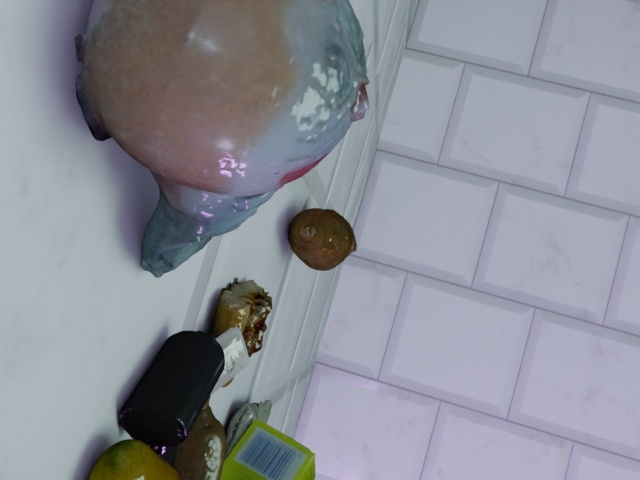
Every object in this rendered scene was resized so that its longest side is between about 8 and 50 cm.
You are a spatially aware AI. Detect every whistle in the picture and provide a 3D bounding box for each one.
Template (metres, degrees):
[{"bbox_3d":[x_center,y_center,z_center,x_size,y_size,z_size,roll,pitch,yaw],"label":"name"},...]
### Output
[{"bbox_3d":[-0.069,-0.075,0.449,0.348,0.189,0.189,114,-2,-50],"label":"whistle"}]

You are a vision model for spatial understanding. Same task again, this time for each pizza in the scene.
[{"bbox_3d":[-0.106,0.118,0.898,0.194,0.069,0.154,-57,161,-62],"label":"pizza"}]

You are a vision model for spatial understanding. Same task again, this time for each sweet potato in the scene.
[{"bbox_3d":[-0.160,0.254,0.806,0.075,0.074,0.270,2,93,-83],"label":"sweet potato"},{"bbox_3d":[-0.003,0.000,1.232,0.336,0.131,0.131,-19,124,-80],"label":"sweet potato"}]

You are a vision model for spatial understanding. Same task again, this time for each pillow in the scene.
[{"bbox_3d":[-0.148,0.377,1.214,0.128,0.051,0.229,-63,170,-8],"label":"pillow"}]

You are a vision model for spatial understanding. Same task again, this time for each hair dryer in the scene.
[{"bbox_3d":[-0.166,0.217,0.692,0.114,0.070,0.248,-65,172,-50],"label":"hair dryer"}]

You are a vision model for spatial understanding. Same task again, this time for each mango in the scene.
[{"bbox_3d":[-0.180,0.260,0.587,0.163,0.089,0.111,78,15,-55],"label":"mango"}]

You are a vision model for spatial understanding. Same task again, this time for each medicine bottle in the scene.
[{"bbox_3d":[-0.124,0.461,1.062,0.250,0.141,0.137,-47,157,-43],"label":"medicine bottle"}]

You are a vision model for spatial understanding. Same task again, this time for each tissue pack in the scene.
[{"bbox_3d":[-0.134,0.157,0.757,0.108,0.023,0.056,-35,120,-47],"label":"tissue pack"}]
